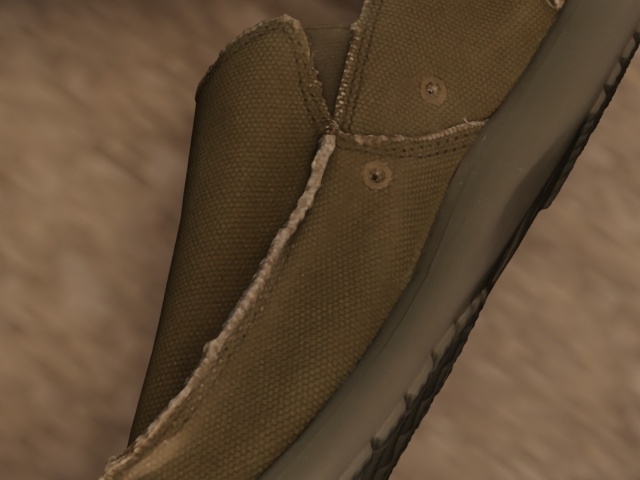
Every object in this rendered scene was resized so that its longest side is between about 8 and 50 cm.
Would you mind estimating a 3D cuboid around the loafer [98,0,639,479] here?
[{"bbox_3d":[0.000,0.000,0.469,0.087,0.094,0.251,30,56,8],"label":"loafer"}]
